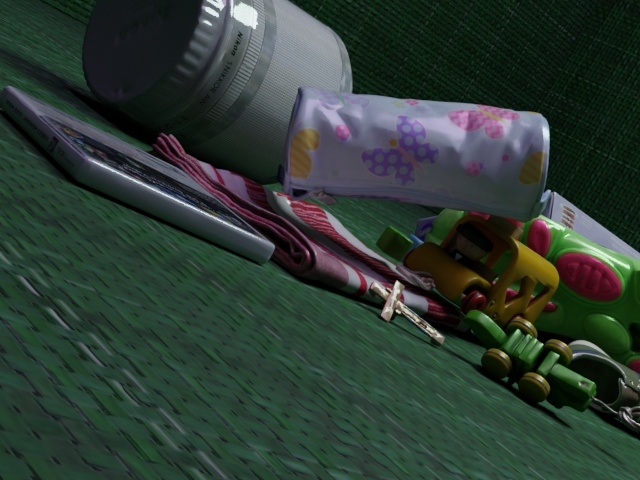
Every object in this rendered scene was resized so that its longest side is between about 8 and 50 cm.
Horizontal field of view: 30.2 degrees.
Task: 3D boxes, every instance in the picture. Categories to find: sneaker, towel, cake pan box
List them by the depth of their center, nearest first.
[{"bbox_3d":[0.000,0.000,1.179,0.237,0.037,0.329,36,7,34],"label":"towel"},{"bbox_3d":[0.333,0.174,1.271,0.192,0.064,0.086,33,14,21],"label":"sneaker"},{"bbox_3d":[0.351,0.093,1.442,0.483,0.185,0.202,34,5,5],"label":"sneaker"},{"bbox_3d":[0.302,0.033,1.659,0.267,0.070,0.246,29,-25,-34],"label":"cake pan box"}]

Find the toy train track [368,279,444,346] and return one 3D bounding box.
[{"bbox_3d":[0.075,0.067,1.059,0.083,0.014,0.048,38,45,-9],"label":"toy train track"}]

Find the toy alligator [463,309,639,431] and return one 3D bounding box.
[{"bbox_3d":[0.208,0.128,1.081,0.190,0.056,0.051,32,-34,17],"label":"toy alligator"}]

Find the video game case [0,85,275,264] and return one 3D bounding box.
[{"bbox_3d":[-0.148,-0.052,0.951,0.190,0.022,0.173,27,7,-41],"label":"video game case"}]

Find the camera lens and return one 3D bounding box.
[{"bbox_3d":[-0.113,-0.202,1.405,0.274,0.219,0.219,25,8,-46],"label":"camera lens"}]

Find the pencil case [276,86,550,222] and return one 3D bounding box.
[{"bbox_3d":[0.095,-0.086,1.204,0.273,0.113,0.124,5,41,-3],"label":"pencil case"}]

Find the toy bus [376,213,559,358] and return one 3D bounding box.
[{"bbox_3d":[0.171,0.024,1.251,0.191,0.104,0.202,33,5,-10],"label":"toy bus"}]
